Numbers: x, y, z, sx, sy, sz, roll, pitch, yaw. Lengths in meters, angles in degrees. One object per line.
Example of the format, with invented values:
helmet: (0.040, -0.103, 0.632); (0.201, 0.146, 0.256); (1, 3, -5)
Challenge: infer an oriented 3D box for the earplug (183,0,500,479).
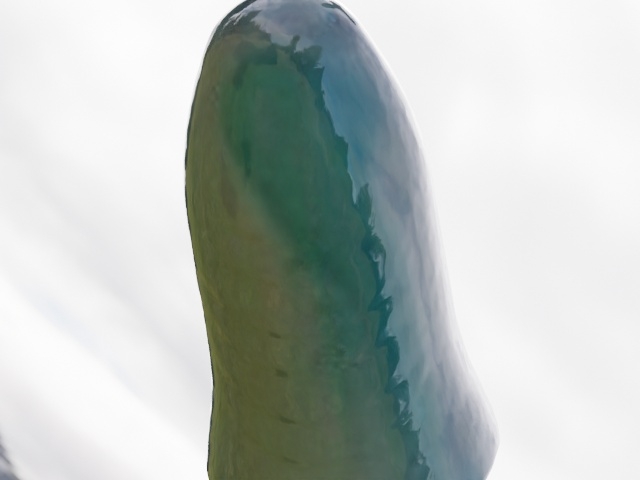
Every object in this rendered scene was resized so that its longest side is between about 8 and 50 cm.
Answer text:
earplug: (0.000, 0.000, 1.095); (0.185, 0.185, 0.324); (28, -42, 42)
